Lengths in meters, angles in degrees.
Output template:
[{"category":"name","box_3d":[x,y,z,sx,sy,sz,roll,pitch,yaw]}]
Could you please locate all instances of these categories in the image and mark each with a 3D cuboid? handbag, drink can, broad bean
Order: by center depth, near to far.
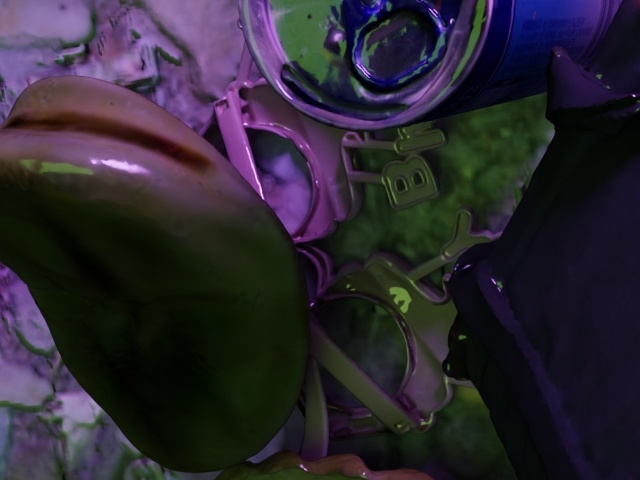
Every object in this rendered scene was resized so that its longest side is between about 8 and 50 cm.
[{"category":"handbag","box_3d":[0.170,0.018,0.585,0.181,0.181,0.254,-112,33,-42]},{"category":"drink can","box_3d":[0.058,-0.099,0.604,0.097,0.235,0.097,4,101,23]},{"category":"broad bean","box_3d":[-0.079,0.019,0.683,0.153,0.072,0.207,-5,129,35]}]

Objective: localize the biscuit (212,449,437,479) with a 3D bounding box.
[{"category":"biscuit","box_3d":[0.038,0.179,0.736,0.273,0.036,0.187,20,131,18]}]

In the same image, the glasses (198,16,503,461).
[{"category":"glasses","box_3d":[0.007,-0.004,0.720,0.162,0.095,0.255,-30,90,23]}]
